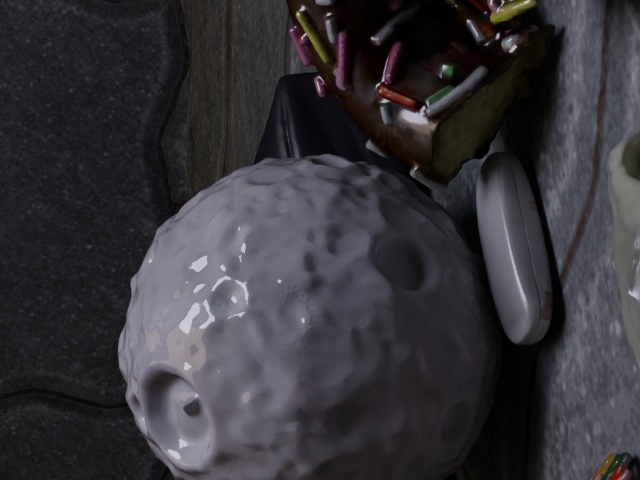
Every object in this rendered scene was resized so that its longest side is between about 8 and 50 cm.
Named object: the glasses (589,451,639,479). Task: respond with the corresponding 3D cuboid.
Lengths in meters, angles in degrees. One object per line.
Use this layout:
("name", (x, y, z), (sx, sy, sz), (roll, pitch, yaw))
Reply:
("glasses", (0.211, 0.212, 0.882), (0.162, 0.095, 0.255), (-66, 7, -14))

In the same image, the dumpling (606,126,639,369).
("dumpling", (0.226, 0.039, 0.641), (0.193, 0.147, 0.258), (46, -173, -44))

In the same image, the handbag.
("handbag", (-0.003, -0.001, 1.470), (0.302, 0.177, 0.275), (116, 150, -62))

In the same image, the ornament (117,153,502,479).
("ornament", (-0.014, 0.094, 1.176), (0.337, 0.337, 0.337), (178, 90, -76))

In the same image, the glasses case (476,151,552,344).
("glasses case", (0.157, 0.005, 1.100), (0.063, 0.041, 0.164), (111, 153, -61))

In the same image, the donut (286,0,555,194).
("donut", (0.076, -0.211, 1.016), (0.259, 0.136, 0.345), (44, 149, 7))

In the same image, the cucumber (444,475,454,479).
("cucumber", (0.097, 0.197, 1.377), (0.043, 0.039, 0.163), (-59, 31, 27))
